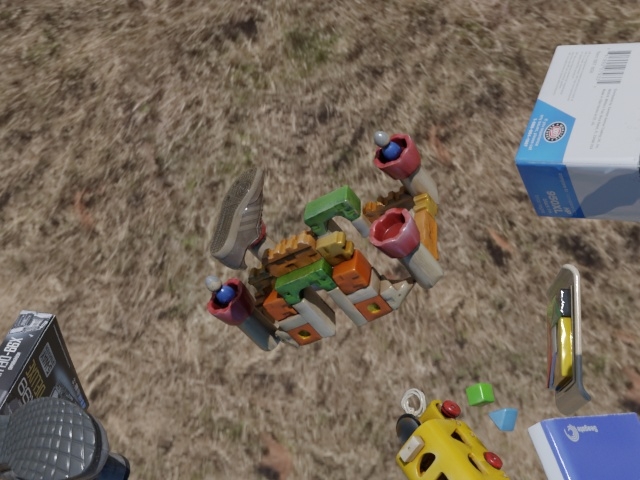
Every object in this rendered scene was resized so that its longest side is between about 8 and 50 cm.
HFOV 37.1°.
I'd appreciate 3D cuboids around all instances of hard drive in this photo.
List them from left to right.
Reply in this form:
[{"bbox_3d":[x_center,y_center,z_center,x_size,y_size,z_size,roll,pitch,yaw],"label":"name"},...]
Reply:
[{"bbox_3d":[0.391,0.370,1.179,0.210,0.318,0.040,6,144,-40],"label":"hard drive"}]

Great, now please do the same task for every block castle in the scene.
[{"bbox_3d":[0.000,0.000,1.829,0.453,0.303,0.213,-23,128,26],"label":"block castle"}]

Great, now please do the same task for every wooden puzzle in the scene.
[{"bbox_3d":[0.434,0.183,1.710,0.044,0.221,0.238,-3,72,3],"label":"wooden puzzle"}]

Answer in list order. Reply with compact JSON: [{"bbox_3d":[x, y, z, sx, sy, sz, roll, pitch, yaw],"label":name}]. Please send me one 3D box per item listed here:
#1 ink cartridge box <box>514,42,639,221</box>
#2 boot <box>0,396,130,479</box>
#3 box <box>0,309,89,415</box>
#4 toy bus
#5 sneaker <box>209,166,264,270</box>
[{"bbox_3d":[0.569,-0.183,1.609,0.395,0.285,0.166,5,146,34],"label":"ink cartridge box"},{"bbox_3d":[-0.362,0.317,1.411,0.223,0.338,0.118,31,63,-41],"label":"boot"},{"bbox_3d":[-0.577,0.329,1.905,0.077,0.242,0.307,7,135,12],"label":"box"},{"bbox_3d":[0.156,0.289,1.293,0.104,0.202,0.190,15,71,-43],"label":"toy bus"},{"bbox_3d":[-0.131,-0.035,1.630,0.066,0.188,0.071,-7,142,43],"label":"sneaker"}]
